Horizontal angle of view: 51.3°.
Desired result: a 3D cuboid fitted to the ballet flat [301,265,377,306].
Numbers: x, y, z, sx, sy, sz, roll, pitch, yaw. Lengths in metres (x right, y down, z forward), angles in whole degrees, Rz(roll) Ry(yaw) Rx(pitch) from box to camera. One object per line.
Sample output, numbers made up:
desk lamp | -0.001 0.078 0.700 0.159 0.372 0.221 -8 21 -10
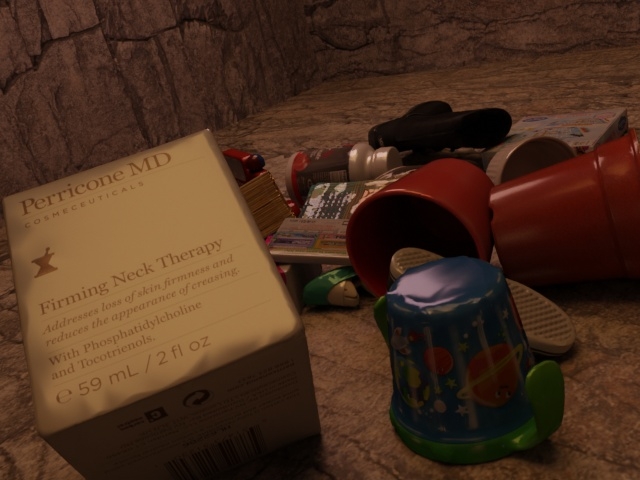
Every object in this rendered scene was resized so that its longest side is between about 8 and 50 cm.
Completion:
ballet flat | 0.083 0.090 1.389 0.247 0.083 0.087 -22 41 -9

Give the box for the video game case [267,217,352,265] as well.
video game case | 0.000 0.000 1.461 0.212 0.023 0.193 2 26 12

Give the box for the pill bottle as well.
pill bottle | 0.072 -0.190 1.946 0.318 0.176 0.176 -4 24 28

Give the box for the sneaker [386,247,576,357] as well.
sneaker | 0.261 0.127 1.131 0.321 0.127 0.126 25 40 23

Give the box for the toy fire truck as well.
toy fire truck | -0.181 -0.121 1.845 0.169 0.254 0.302 -25 23 -21

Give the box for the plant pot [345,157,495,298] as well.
plant pot | 0.222 -0.028 1.302 0.275 0.275 0.243 -1 28 33

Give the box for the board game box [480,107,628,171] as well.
board game box | 0.677 -0.290 1.919 0.318 0.066 0.318 3 28 41

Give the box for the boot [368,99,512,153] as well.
boot | 0.416 -0.370 2.096 0.367 0.146 0.445 -30 15 -28

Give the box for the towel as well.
towel | 0.101 -0.064 1.692 0.370 0.040 0.271 -3 45 30

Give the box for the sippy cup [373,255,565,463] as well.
sippy cup | 0.195 0.153 0.951 0.305 0.224 0.240 -5 23 28

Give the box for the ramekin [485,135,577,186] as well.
ramekin | 0.471 -0.133 1.501 0.207 0.207 0.109 -19 13 -9

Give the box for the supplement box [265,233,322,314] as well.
supplement box | -0.083 0.073 1.496 0.111 0.114 0.220 -8 24 17

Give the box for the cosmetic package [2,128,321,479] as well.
cosmetic package | -0.226 0.119 0.990 0.329 0.327 0.394 -21 54 -11

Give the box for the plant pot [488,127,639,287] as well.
plant pot | 0.462 -0.035 1.209 0.265 0.272 0.272 -14 20 26

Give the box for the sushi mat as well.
sushi mat | -0.230 -0.040 1.729 0.316 0.151 0.019 -30 -5 11

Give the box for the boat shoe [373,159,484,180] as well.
boat shoe | 0.280 -0.149 1.789 0.335 0.112 0.095 -14 17 -4
